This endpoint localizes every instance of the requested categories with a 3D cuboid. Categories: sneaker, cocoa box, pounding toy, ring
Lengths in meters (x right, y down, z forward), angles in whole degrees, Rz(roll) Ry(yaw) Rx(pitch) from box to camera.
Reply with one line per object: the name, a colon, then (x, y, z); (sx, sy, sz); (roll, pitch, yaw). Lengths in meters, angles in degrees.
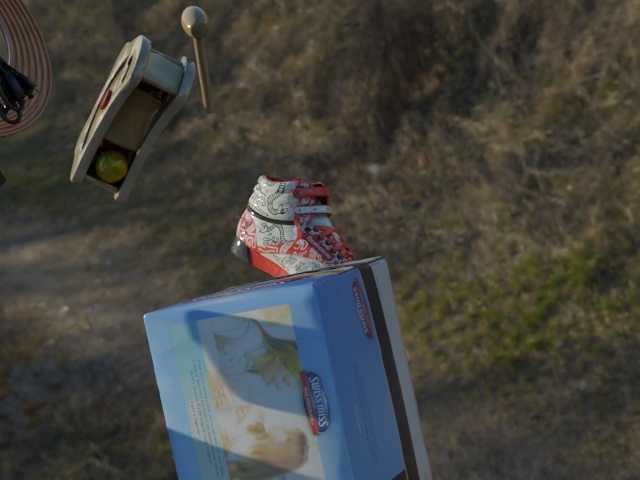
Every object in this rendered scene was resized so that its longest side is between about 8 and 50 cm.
sneaker: (-0.001, 0.000, 1.661); (0.270, 0.145, 0.090); (26, 12, 30)
cocoa box: (-0.026, 0.217, 1.380); (0.231, 0.347, 0.228); (-12, 1, 25)
pounding toy: (-0.203, -0.171, 1.533); (0.269, 0.155, 0.154); (-61, 22, 11)
ring: (-0.445, -0.247, 1.304); (0.032, 0.336, 0.336); (-37, 16, 30)

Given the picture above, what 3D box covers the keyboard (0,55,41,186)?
keyboard: (-0.393, -0.175, 1.101); (0.202, 0.317, 0.033); (-22, 23, 12)
